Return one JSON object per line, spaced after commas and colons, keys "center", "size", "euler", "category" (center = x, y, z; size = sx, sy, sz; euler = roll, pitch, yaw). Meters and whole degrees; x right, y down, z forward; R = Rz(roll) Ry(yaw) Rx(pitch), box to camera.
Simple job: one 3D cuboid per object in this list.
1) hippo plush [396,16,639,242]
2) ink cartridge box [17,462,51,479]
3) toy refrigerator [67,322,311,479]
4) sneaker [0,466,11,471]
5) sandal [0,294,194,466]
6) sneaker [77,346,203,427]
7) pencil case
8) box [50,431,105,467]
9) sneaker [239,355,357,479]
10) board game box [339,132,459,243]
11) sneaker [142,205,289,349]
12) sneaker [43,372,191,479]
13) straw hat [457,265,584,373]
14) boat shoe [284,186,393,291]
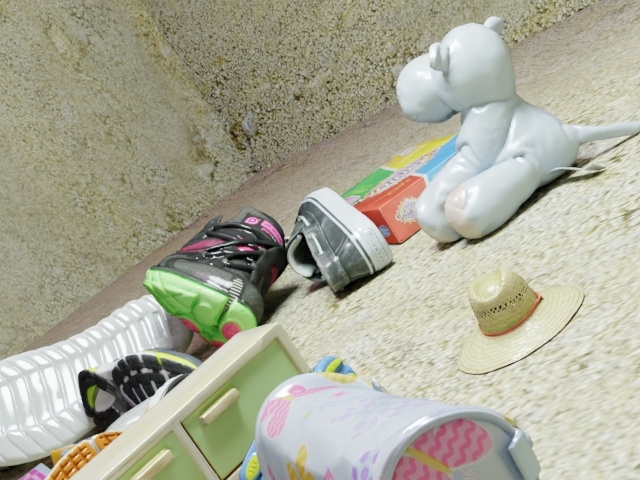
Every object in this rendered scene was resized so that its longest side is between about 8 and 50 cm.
{"center": [0.198, -0.151, 1.409], "size": [0.234, 0.236, 0.294], "euler": [-40, 12, -36], "category": "hippo plush"}
{"center": [-0.434, 0.393, 1.294], "size": [0.311, 0.065, 0.186], "euler": [-39, 11, -22], "category": "ink cartridge box"}
{"center": [-0.121, 0.203, 1.097], "size": [0.269, 0.102, 0.094], "euler": [-40, 12, -36], "category": "toy refrigerator"}
{"center": [-0.532, 0.334, 1.785], "size": [0.330, 0.146, 0.122], "euler": [119, 175, -63], "category": "sneaker"}
{"center": [-0.374, 0.232, 1.663], "size": [0.416, 0.169, 0.102], "euler": [-27, -25, -25], "category": "sandal"}
{"center": [-0.229, 0.190, 1.504], "size": [0.121, 0.111, 0.300], "euler": [-25, 10, -38], "category": "sneaker"}
{"center": [0.044, 0.159, 0.766], "size": [0.124, 0.113, 0.273], "euler": [-15, 4, -19], "category": "pencil case"}
{"center": [-0.272, 0.260, 1.386], "size": [0.081, 0.028, 0.136], "euler": [-18, -2, 23], "category": "box"}
{"center": [-0.021, 0.185, 1.026], "size": [0.078, 0.067, 0.188], "euler": [-52, -1, 36], "category": "sneaker"}
{"center": [0.141, -0.084, 1.765], "size": [0.242, 0.064, 0.316], "euler": [-36, 10, -17], "category": "board game box"}
{"center": [-0.148, 0.037, 1.672], "size": [0.202, 0.185, 0.483], "euler": [-51, 11, 1], "category": "sneaker"}
{"center": [-0.232, 0.259, 1.252], "size": [0.121, 0.099, 0.262], "euler": [-34, -1, 44], "category": "sneaker"}
{"center": [0.170, 0.058, 1.003], "size": [0.144, 0.061, 0.144], "euler": [-33, 10, 6], "category": "straw hat"}
{"center": [0.000, 0.000, 1.636], "size": [0.119, 0.121, 0.335], "euler": [-30, 11, -9], "category": "boat shoe"}
